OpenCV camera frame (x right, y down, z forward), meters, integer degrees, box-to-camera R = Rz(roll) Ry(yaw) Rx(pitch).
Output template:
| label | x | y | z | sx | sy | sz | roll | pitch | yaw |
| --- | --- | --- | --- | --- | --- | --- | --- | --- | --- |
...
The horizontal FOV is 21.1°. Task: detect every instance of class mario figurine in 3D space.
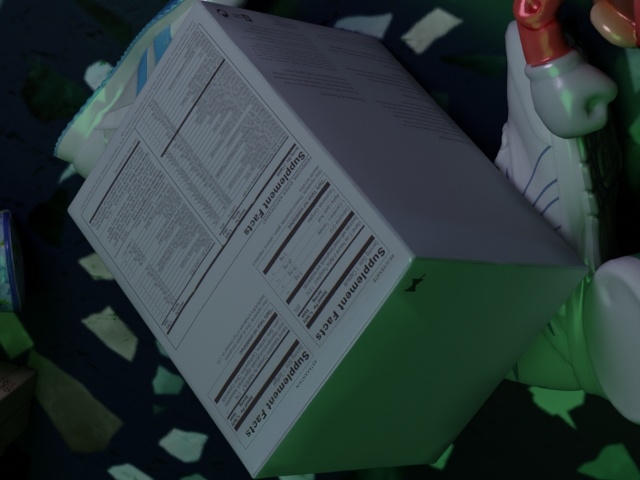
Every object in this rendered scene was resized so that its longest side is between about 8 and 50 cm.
| label | x | y | z | sx | sy | sz | roll | pitch | yaw |
| --- | --- | --- | --- | --- | --- | --- | --- | --- | --- |
| mario figurine | 0.176 | -0.196 | 1.157 | 0.320 | 0.170 | 0.198 | 36 | 127 | 24 |

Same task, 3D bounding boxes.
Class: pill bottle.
| label | x | y | z | sx | sy | sz | roll | pitch | yaw |
| --- | --- | --- | --- | --- | --- | --- | --- | --- | --- |
| pill bottle | 0.297 | 0.049 | 1.180 | 0.208 | 0.117 | 0.117 | -13 | 106 | -18 |

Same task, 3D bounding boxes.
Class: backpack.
| label | x | y | z | sx | sy | sz | roll | pitch | yaw |
| --- | --- | --- | --- | --- | --- | --- | --- | --- | --- |
| backpack | -0.284 | 0.023 | 1.394 | 0.084 | 0.114 | 0.105 | -6 | 105 | -2 |

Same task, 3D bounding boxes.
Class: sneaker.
| label | x | y | z | sx | sy | sz | roll | pitch | yaw |
| --- | --- | --- | --- | --- | --- | --- | --- | --- | --- |
| sneaker | 0.157 | -0.017 | 1.253 | 0.129 | 0.111 | 0.297 | -2 | 105 | 24 |
| sneaker | -0.108 | -0.123 | 1.316 | 0.092 | 0.087 | 0.228 | 39 | 121 | -5 |

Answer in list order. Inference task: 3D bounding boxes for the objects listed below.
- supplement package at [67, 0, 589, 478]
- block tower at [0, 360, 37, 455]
| label | x | y | z | sx | sy | sz | roll | pitch | yaw |
| --- | --- | --- | --- | --- | --- | --- | --- | --- | --- |
| supplement package | 0.000 | 0.000 | 1.196 | 0.262 | 0.199 | 0.198 | 51 | 119 | 31 |
| block tower | -0.421 | 0.115 | 1.477 | 0.335 | 0.097 | 0.091 | 17 | 111 | 12 |
